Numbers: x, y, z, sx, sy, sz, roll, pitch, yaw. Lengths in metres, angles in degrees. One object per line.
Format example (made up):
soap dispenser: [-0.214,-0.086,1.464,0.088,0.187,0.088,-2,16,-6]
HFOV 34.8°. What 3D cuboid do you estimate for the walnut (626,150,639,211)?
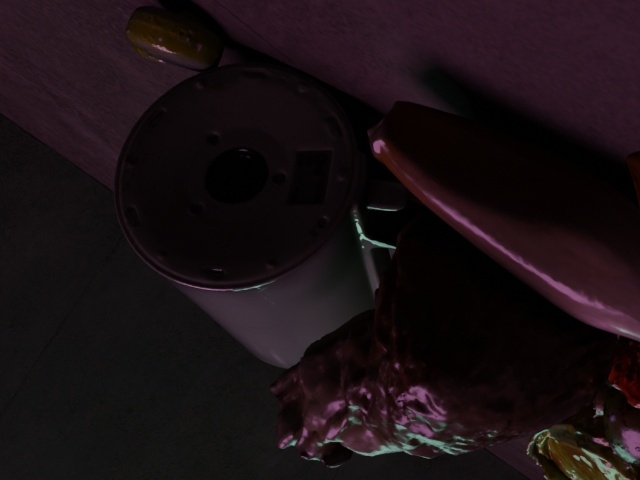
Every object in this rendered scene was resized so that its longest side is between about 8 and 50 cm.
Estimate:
walnut: [0.283,-0.003,0.638,0.207,0.115,0.116,36,172,26]

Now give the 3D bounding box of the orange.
orange: [0.458,0.333,1.452,0.335,0.196,0.262,31,156,-16]

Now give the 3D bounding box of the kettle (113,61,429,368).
kettle: [0.000,0.000,1.165,0.361,0.250,0.376,1,158,11]

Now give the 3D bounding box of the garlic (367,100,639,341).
garlic: [0.177,-0.019,0.840,0.318,0.112,0.143,29,-159,8]

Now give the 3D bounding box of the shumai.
shumai: [0.108,0.119,0.949,0.217,0.283,0.346,40,-154,3]

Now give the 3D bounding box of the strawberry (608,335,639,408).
strawberry: [0.399,0.152,1.063,0.174,0.098,0.228,20,-170,-29]

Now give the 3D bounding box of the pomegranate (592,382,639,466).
pomegranate: [0.403,0.222,1.271,0.130,0.130,0.130,32,170,6]

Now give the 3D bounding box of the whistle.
whistle: [-0.168,-0.224,1.121,0.104,0.057,0.198,20,-176,-23]

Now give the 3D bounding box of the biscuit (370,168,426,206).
biscuit: [0.096,-0.046,1.227,0.130,0.019,0.102,35,168,-8]
